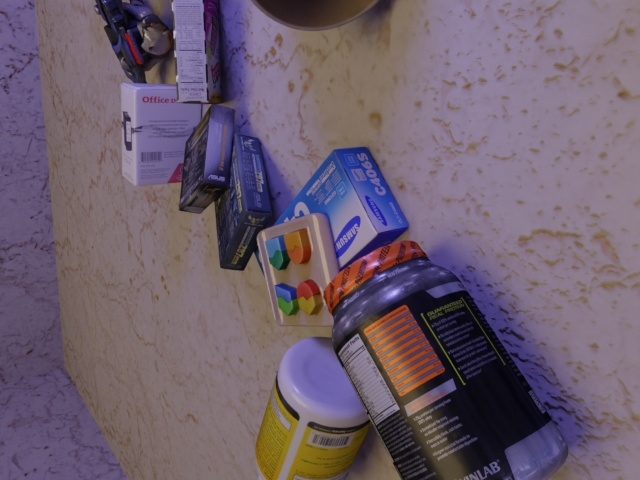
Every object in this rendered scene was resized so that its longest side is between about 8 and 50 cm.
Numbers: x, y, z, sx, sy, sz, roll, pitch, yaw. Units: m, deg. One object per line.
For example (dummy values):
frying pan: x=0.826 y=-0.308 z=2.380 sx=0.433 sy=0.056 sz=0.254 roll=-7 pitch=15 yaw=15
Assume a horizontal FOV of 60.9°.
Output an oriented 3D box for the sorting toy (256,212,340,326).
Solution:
sorting toy: x=-0.044 y=0.061 z=0.973 sx=0.208 sy=0.038 sz=0.193 roll=-14 pitch=88 yaw=53

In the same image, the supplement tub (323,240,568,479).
supplement tub: x=0.150 y=0.181 z=0.739 sx=0.338 sy=0.207 sz=0.207 roll=61 pitch=139 yaw=23

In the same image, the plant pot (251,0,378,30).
plant pot: x=-0.036 y=-0.494 z=0.812 sx=0.257 sy=0.256 sz=0.274 roll=-67 pitch=33 yaw=36

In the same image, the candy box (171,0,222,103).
candy box: x=-0.262 y=-0.413 z=1.171 sx=0.159 sy=0.071 sz=0.234 roll=-86 pitch=-3 yaw=-75

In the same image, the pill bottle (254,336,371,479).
pill bottle: x=-0.018 y=0.358 z=1.015 sx=0.188 sy=0.187 sz=0.334 roll=45 pitch=131 yaw=37

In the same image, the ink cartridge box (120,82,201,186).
ink cartridge box: x=-0.399 y=-0.268 z=1.362 sx=0.100 sy=0.172 sz=0.237 roll=31 pitch=122 yaw=44

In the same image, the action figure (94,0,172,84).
action figure: x=-0.495 y=-0.594 z=1.410 sx=0.330 sy=0.178 sz=0.341 roll=45 pitch=158 yaw=30

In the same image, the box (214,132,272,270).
box: x=-0.170 y=-0.082 z=1.151 sx=0.183 sy=0.059 sz=0.233 roll=120 pitch=147 yaw=-41

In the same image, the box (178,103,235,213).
box: x=-0.262 y=-0.177 z=1.237 sx=0.231 sy=0.056 sz=0.183 roll=-25 pitch=59 yaw=59

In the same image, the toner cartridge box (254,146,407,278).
toner cartridge box: x=0.000 y=0.000 z=0.995 sx=0.348 sy=0.075 sz=0.165 roll=-47 pitch=63 yaw=47
